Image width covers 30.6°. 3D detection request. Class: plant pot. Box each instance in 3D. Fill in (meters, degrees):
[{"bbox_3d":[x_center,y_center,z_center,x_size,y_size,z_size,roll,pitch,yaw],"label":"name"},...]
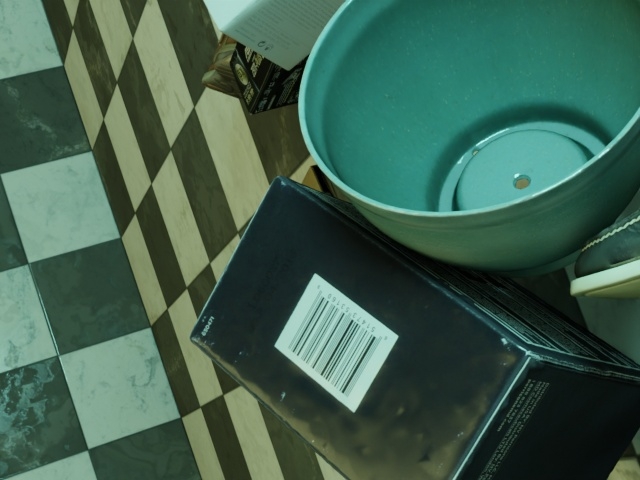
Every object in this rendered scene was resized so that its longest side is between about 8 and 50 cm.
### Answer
[{"bbox_3d":[0.152,-0.089,0.978,0.293,0.293,0.196,55,179,40],"label":"plant pot"}]

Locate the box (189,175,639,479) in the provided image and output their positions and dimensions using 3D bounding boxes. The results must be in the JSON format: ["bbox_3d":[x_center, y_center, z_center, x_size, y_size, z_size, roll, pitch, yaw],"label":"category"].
[{"bbox_3d":[0.100,0.111,1.050,0.296,0.294,0.183,37,103,36],"label":"box"}]

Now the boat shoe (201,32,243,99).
[{"bbox_3d":[-0.093,-0.265,1.672,0.324,0.123,0.116,-179,107,-77],"label":"boat shoe"}]

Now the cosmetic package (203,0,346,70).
[{"bbox_3d":[-0.029,-0.346,1.232,0.225,0.138,0.224,-37,63,20],"label":"cosmetic package"}]

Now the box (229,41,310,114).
[{"bbox_3d":[-0.016,-0.240,1.417,0.180,0.147,0.077,125,125,-65],"label":"box"}]

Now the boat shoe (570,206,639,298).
[{"bbox_3d":[0.291,-0.041,0.779,0.340,0.127,0.113,-32,62,59],"label":"boat shoe"}]

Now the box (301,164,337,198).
[{"bbox_3d":[0.000,0.000,1.736,0.164,0.021,0.201,67,159,17],"label":"box"}]
